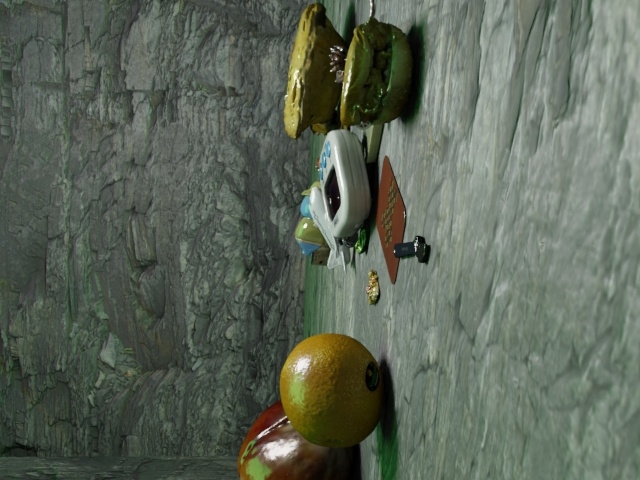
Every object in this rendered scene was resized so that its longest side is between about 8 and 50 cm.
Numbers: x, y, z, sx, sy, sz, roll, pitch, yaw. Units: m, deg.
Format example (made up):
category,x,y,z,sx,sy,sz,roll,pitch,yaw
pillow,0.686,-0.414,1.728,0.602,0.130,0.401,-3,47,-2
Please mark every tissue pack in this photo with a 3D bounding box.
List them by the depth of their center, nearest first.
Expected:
category,x,y,z,sx,sy,sz,roll,pitch,yaw
tissue pack,0.000,0.000,2.346,0.120,0.082,0.169,97,172,-54

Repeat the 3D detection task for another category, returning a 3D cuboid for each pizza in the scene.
category,x,y,z,sx,sy,sz,roll,pitch,yaw
pizza,0.116,0.109,1.354,0.078,0.025,0.083,-129,41,-86

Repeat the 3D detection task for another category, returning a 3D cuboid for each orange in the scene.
category,x,y,z,sx,sy,sz,roll,pitch,yaw
orange,0.025,0.307,1.238,0.236,0.237,0.236,-178,90,-85

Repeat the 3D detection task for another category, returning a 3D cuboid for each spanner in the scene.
category,x,y,z,sx,sy,sz,roll,pitch,yaw
spanner,0.153,0.017,1.032,0.208,0.012,0.046,156,115,-83

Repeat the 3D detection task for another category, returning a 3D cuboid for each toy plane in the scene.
category,x,y,z,sx,sy,sz,roll,pitch,yaw
toy plane,0.038,-0.037,1.705,0.251,0.101,0.255,-111,3,-78

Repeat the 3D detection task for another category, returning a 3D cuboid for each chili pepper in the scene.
category,x,y,z,sx,sy,sz,roll,pitch,yaw
chili pepper,0.105,0.002,1.500,0.034,0.030,0.091,-58,-16,-44

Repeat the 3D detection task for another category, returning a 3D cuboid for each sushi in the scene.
category,x,y,z,sx,sy,sz,roll,pitch,yaw
sushi,0.015,-0.450,2.235,0.103,0.097,0.226,-47,-4,-6

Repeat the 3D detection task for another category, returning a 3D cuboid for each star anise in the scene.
category,x,y,z,sx,sy,sz,roll,pitch,yaw
star anise,0.116,-0.524,1.607,0.228,0.218,0.148,-7,42,46

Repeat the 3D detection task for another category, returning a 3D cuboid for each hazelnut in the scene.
category,x,y,z,sx,sy,sz,roll,pitch,yaw
hazelnut,-0.054,0.591,1.632,0.372,0.316,0.372,-50,24,31

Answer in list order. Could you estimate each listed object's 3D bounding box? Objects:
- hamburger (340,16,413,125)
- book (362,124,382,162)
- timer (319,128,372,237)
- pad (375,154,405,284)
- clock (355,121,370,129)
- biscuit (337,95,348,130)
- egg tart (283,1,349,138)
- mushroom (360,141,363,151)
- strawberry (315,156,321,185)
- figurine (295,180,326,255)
category,x,y,z,sx,sy,sz,roll,pitch,yaw
hamburger,0.103,-0.304,1.116,0.215,0.122,0.189,-179,94,-88
book,0.123,-0.353,1.427,0.282,0.025,0.214,-92,6,-45
timer,0.060,-0.139,1.497,0.262,0.087,0.236,115,145,-72
pad,0.142,-0.049,1.240,0.267,0.004,0.181,-97,10,-56
clock,0.106,-0.293,1.251,0.041,0.087,0.129,-89,3,-54
biscuit,0.073,-0.341,1.954,0.172,0.029,0.254,173,100,-85
egg tart,-0.010,-0.533,1.946,0.443,0.178,0.442,-169,90,-87
mushroom,0.085,-0.243,1.633,0.079,0.085,0.085,-8,-77,-52
strawberry,0.052,-0.188,1.739,0.140,0.085,0.192,61,162,15
figurine,-0.015,-0.088,2.151,0.180,0.154,0.261,-41,-28,-63
